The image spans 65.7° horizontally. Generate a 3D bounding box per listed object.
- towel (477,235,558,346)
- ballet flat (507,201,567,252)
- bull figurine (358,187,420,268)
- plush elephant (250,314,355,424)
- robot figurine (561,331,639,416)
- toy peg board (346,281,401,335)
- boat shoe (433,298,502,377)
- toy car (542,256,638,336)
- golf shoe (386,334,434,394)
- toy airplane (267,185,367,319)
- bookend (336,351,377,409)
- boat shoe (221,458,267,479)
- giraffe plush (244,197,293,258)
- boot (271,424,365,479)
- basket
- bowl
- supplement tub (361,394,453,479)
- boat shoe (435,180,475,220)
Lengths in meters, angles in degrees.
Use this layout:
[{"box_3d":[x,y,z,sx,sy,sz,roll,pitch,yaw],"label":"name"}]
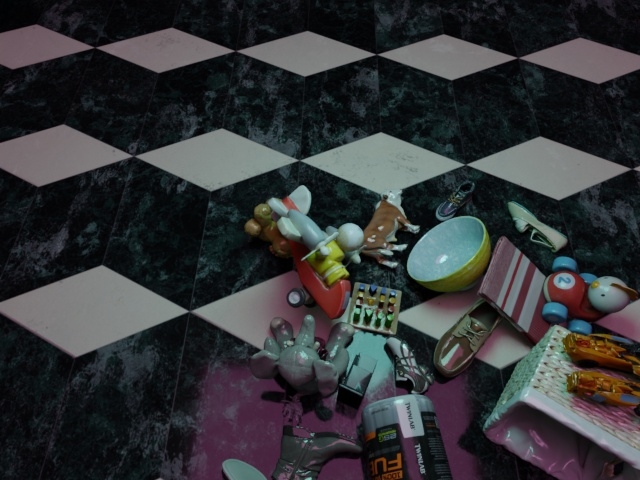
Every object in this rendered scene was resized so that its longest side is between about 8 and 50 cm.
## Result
[{"box_3d":[0.649,0.174,1.583,0.329,0.037,0.237,41,60,-15],"label":"towel"},{"box_3d":[0.766,-0.045,1.789,0.248,0.086,0.086,39,65,20],"label":"ballet flat"},{"box_3d":[0.246,-0.049,1.767,0.188,0.101,0.310,29,62,14],"label":"bull figurine"},{"box_3d":[-0.051,0.336,1.433,0.272,0.255,0.330,10,59,6],"label":"plush elephant"},{"box_3d":[0.738,0.322,1.184,0.291,0.085,0.211,12,54,3],"label":"robot figurine"},{"box_3d":[0.180,0.209,1.619,0.161,0.079,0.160,11,59,6],"label":"toy peg board"},{"box_3d":[0.468,0.286,1.552,0.123,0.116,0.324,35,64,19],"label":"boat shoe"},{"box_3d":[0.850,0.162,1.537,0.210,0.238,0.219,33,61,-13],"label":"toy car"},{"box_3d":[0.254,0.380,1.516,0.094,0.077,0.198,-32,63,-18],"label":"golf shoe"},{"box_3d":[0.000,0.000,1.532,0.273,0.384,0.386,-21,30,18],"label":"toy airplane"},{"box_3d":[0.113,0.395,1.458,0.072,0.157,0.156,22,61,12],"label":"bookend"},{"box_3d":[-0.158,0.699,1.298,0.303,0.114,0.091,30,101,31],"label":"boat shoe"},{"box_3d":[-0.149,-0.021,1.703,0.170,0.210,0.181,40,41,16],"label":"giraffe plush"},{"box_3d":[-0.005,0.615,1.377,0.247,0.083,0.161,5,65,9],"label":"boot"},{"box_3d":[0.671,0.458,1.332,0.331,0.328,0.266,28,58,16],"label":"basket"},{"box_3d":[0.449,0.075,1.641,0.156,0.289,0.289,48,60,-23],"label":"bowl"},{"box_3d":[0.234,0.599,1.304,0.207,0.207,0.338,-7,58,-5],"label":"supplement tub"},{"box_3d":[0.500,-0.151,1.843,0.183,0.083,0.065,-39,66,-22],"label":"boat shoe"}]
